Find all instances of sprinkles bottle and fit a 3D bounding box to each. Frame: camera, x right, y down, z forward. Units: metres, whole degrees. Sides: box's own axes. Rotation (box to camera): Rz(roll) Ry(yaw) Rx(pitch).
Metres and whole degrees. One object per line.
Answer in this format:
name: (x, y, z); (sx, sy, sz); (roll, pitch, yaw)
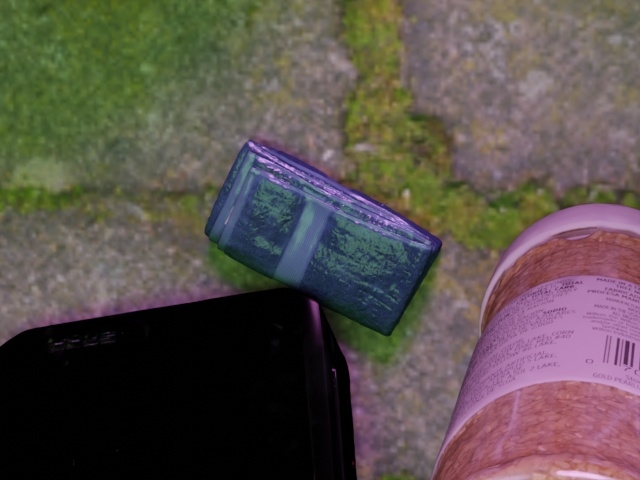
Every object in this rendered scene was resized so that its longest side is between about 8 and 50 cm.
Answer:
sprinkles bottle: (0.114, 0.082, 0.695); (0.121, 0.355, 0.121); (3, 106, 11)

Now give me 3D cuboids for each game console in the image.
game console: (-0.077, 0.212, 0.854); (0.213, 0.044, 0.361); (-10, 75, 18)

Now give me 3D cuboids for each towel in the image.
towel: (0.000, 0.000, 0.868); (0.119, 0.029, 0.067); (27, 110, 3)
